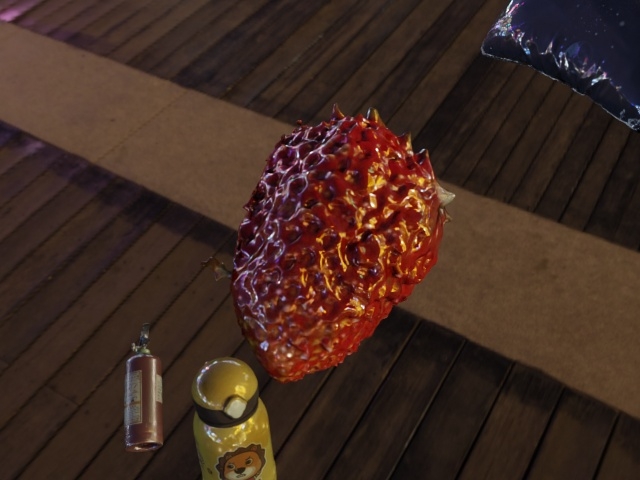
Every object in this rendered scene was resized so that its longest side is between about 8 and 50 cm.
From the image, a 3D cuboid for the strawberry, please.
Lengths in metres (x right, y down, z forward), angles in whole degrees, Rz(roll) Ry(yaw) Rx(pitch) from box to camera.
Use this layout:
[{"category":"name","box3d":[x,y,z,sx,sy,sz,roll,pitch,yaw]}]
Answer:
[{"category":"strawberry","box3d":[-0.002,-0.001,0.849,0.292,0.292,0.343,30,54,28]}]

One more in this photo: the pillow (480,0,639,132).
[{"category":"pillow","box3d":[0.248,-0.197,0.577,0.055,0.141,0.208,15,22,-44]}]

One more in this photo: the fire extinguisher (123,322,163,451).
[{"category":"fire extinguisher","box3d":[-0.335,0.277,1.235,0.071,0.099,0.231,5,61,-24]}]

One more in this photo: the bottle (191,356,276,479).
[{"category":"bottle","box3d":[-0.198,0.413,1.421,0.172,0.351,0.171,-3,32,2]}]
